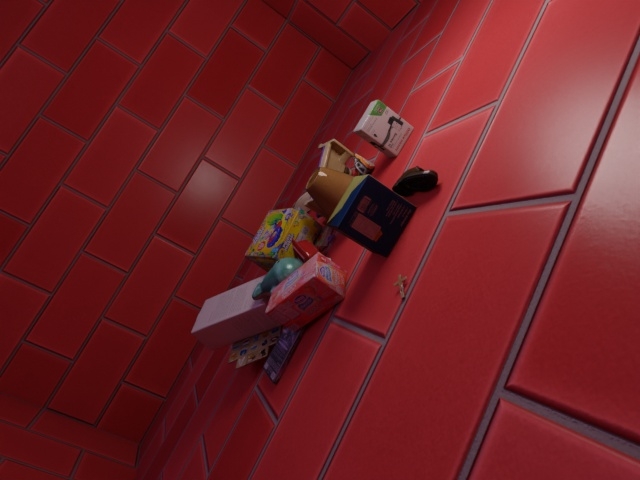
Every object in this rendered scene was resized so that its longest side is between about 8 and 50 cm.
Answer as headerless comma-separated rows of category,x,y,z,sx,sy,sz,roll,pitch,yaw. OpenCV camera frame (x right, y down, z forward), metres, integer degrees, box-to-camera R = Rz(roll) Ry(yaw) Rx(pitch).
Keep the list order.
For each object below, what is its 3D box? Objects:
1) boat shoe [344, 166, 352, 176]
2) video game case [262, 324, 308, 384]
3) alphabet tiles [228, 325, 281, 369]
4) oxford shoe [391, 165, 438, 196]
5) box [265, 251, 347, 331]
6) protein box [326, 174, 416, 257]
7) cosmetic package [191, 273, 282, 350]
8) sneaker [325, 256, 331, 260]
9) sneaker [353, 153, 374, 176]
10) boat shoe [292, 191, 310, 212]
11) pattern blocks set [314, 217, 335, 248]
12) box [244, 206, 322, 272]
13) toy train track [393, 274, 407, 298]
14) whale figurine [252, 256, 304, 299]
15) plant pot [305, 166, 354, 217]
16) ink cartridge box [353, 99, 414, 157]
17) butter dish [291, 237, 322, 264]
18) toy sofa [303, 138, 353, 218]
boat shoe,0.099,-0.312,2.149,0.095,0.095,0.257,-42,23,44
video game case,-0.144,0.431,1.670,0.274,0.026,0.196,-60,16,-9
alphabet tiles,-0.300,0.447,1.920,0.285,0.011,0.342,-26,27,16
oxford shoe,0.322,-0.214,1.359,0.096,0.083,0.227,-57,17,-10
box,-0.056,0.201,1.548,0.300,0.154,0.142,-41,23,33
protein box,0.167,-0.083,1.359,0.199,0.201,0.136,-59,16,-2
cosmetic package,-0.383,0.349,1.983,0.454,0.161,0.230,-23,30,22
sneaker,-0.022,0.140,1.739,0.072,0.077,0.178,-35,29,56
sneaker,0.197,-0.367,1.996,0.083,0.084,0.214,-61,16,15
boat shoe,-0.121,-0.216,2.598,0.305,0.109,0.091,-53,22,30
pattern blocks set,0.000,0.000,2.008,0.325,0.026,0.285,-24,38,62
box,-0.189,0.005,2.055,0.279,0.177,0.289,-1,57,50
toy train track,0.230,0.131,1.139,0.048,0.014,0.083,-39,30,32
whale figurine,-0.189,0.165,1.760,0.272,0.141,0.216,-22,20,22
plant pot,0.071,-0.205,1.769,0.237,0.255,0.237,-52,17,22
ink cartridge box,0.273,-0.475,1.742,0.152,0.209,0.087,-60,19,-1
butter dish,-0.047,0.061,1.850,0.118,0.159,0.160,-29,50,-20
toy sofa,0.026,-0.299,1.997,0.177,0.150,0.361,-14,55,47
